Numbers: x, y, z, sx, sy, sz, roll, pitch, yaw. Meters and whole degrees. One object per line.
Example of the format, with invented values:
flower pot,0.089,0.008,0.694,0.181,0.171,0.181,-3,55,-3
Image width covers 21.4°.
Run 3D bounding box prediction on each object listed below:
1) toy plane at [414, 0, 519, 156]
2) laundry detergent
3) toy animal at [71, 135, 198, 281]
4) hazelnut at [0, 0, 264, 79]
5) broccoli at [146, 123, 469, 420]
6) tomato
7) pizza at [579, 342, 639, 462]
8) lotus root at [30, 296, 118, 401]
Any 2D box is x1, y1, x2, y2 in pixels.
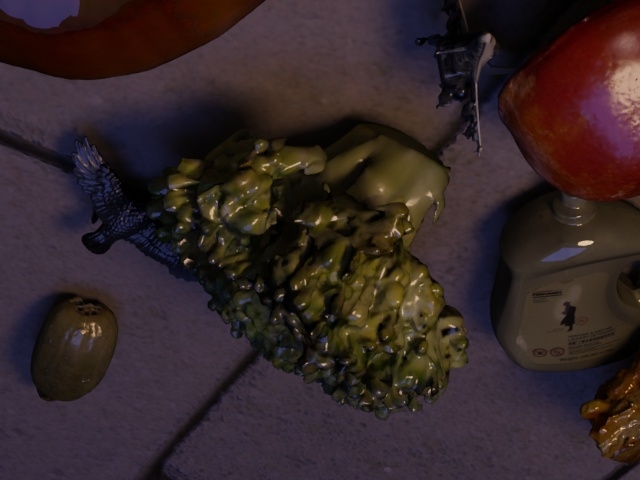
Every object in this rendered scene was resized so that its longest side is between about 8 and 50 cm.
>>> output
toy plane,0.123,-0.156,1.475,0.082,0.160,0.234,-9,176,12
laundry detergent,0.265,0.030,1.754,0.181,0.091,0.253,-5,139,3
toy animal,-0.197,-0.025,1.753,0.108,0.062,0.220,-13,132,36
hazelnut,-0.178,-0.279,1.271,0.365,0.366,0.366,3,140,3
broccoli,-0.011,0.022,1.648,0.324,0.334,0.272,0,108,-23
tomato,0.269,-0.111,1.480,0.200,0.140,0.233,-29,160,9
pizza,0.404,0.141,1.841,0.258,0.087,0.268,-37,163,6
lotus root,-0.288,0.135,1.950,0.090,0.077,0.183,18,137,-14
